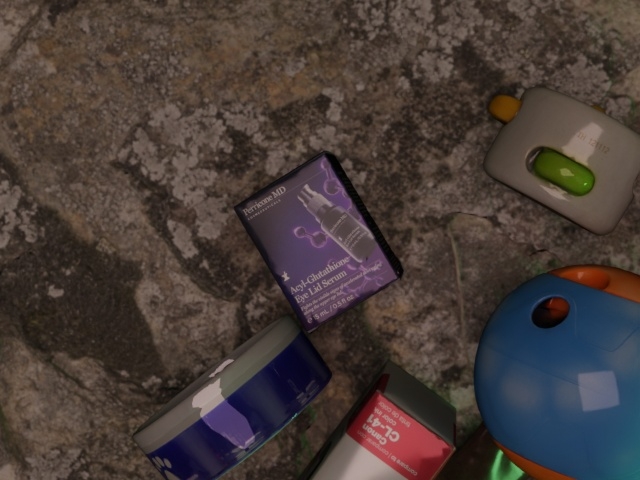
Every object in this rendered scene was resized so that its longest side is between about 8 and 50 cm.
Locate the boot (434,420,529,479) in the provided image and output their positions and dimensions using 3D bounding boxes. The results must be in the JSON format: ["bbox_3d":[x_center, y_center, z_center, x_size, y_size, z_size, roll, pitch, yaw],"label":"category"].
[{"bbox_3d":[0.236,0.393,1.302,0.207,0.090,0.248,-43,111,-10],"label":"boot"}]

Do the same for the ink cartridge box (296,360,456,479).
[{"bbox_3d":[0.046,0.332,1.256,0.131,0.226,0.306,38,96,4],"label":"ink cartridge box"}]

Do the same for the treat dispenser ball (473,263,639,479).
[{"bbox_3d":[0.338,0.174,1.175,0.288,0.288,0.288,0,93,8],"label":"treat dispenser ball"}]

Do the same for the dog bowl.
[{"bbox_3d":[-0.116,0.218,1.251,0.265,0.265,0.104,-37,91,8],"label":"dog bowl"}]

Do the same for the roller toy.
[{"bbox_3d":[0.324,-0.110,1.213,0.191,0.209,0.146,25,98,-34],"label":"roller toy"}]

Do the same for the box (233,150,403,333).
[{"bbox_3d":[0.000,0.000,1.302,0.153,0.108,0.207,-32,89,9],"label":"box"}]
